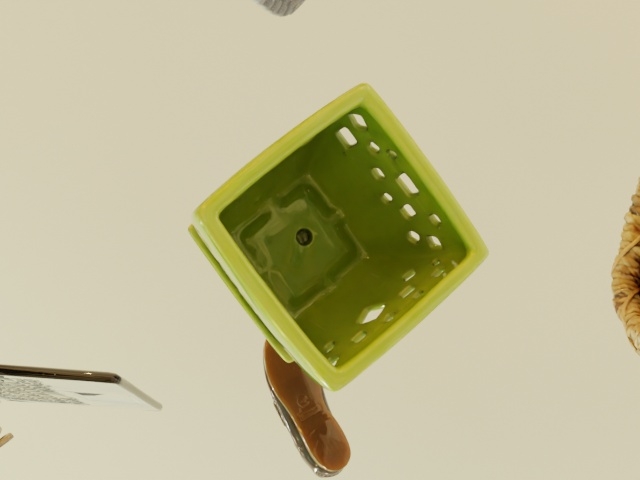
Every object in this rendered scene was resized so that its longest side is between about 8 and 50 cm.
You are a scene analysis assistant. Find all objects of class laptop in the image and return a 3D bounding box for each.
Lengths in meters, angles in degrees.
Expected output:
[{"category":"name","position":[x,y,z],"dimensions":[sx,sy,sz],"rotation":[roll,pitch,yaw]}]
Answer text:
[{"category":"laptop","position":[-0.451,0.299,1.189],"dimensions":[0.408,0.382,0.236],"rotation":[4,-105,-1]}]

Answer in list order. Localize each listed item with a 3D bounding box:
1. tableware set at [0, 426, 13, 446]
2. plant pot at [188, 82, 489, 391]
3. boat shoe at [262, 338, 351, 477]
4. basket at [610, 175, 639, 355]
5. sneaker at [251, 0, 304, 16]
[{"category":"tableware set","position":[-0.275,0.157,0.580],"dimensions":[0.169,0.141,0.020],"rotation":[-7,-62,58]},{"category":"plant pot","position":[0.000,0.000,0.948],"dimensions":[0.228,0.207,0.227],"rotation":[-39,-83,-16]},{"category":"boat shoe","position":[-0.027,0.217,1.179],"dimensions":[0.073,0.073,0.207],"rotation":[-15,-108,-20]},{"category":"basket","position":[0.280,0.015,0.500],"dimensions":[0.213,0.299,0.223],"rotation":[-42,-75,1]},{"category":"sneaker","position":[-0.107,-0.333,0.972],"dimensions":[0.105,0.281,0.115],"rotation":[-47,-109,8]}]
